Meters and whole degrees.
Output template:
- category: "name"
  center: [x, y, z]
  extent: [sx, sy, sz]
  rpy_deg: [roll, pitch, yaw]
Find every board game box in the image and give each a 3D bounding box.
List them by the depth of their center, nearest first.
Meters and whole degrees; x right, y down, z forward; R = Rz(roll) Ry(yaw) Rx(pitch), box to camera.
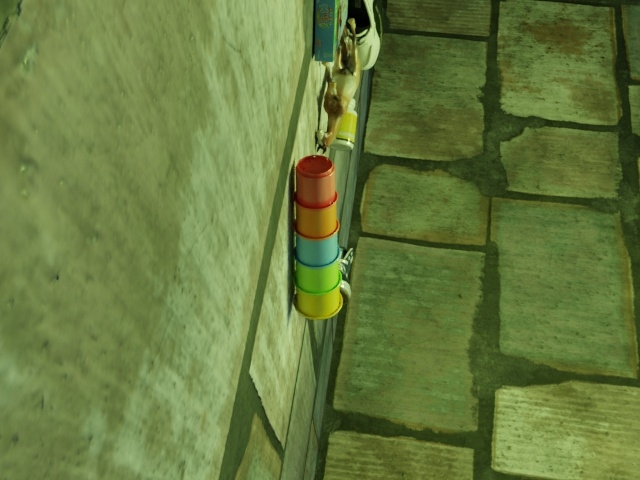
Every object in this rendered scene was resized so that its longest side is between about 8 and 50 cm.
- category: "board game box"
  center: [0.022, -0.434, 1.168]
  extent: [0.211, 0.039, 0.160]
  rpy_deg: [-79, 172, -50]

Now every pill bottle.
- category: "pill bottle"
  center: [0.052, -0.273, 1.546]
  extent: [0.065, 0.065, 0.116]
  rpy_deg: [60, 37, -81]

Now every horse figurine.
- category: "horse figurine"
  center: [0.038, -0.328, 1.333]
  extent: [0.174, 0.066, 0.263]
  rpy_deg: [77, 22, -58]

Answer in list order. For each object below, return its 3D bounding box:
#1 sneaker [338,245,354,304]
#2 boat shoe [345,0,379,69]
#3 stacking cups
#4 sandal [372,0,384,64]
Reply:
- category: "sneaker"
  center: [0.026, 0.068, 1.492]
  extent: [0.282, 0.099, 0.153]
  rpy_deg: [104, -1, -76]
- category: "boat shoe"
  center: [0.087, -0.507, 1.581]
  extent: [0.258, 0.095, 0.084]
  rpy_deg: [75, 24, -48]
- category: "stacking cups"
  center: [0.000, 0.000, 1.148]
  extent: [0.096, 0.096, 0.316]
  rpy_deg: [-78, 173, -48]
- category: "sandal"
  center: [0.104, -0.581, 1.694]
  extent: [0.303, 0.086, 0.120]
  rpy_deg: [63, 36, -53]
